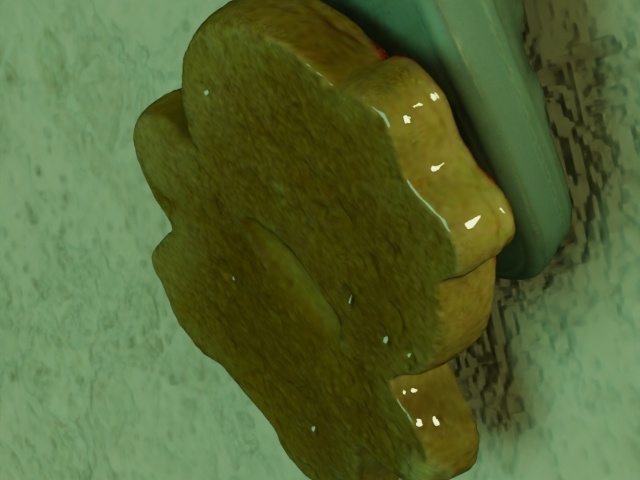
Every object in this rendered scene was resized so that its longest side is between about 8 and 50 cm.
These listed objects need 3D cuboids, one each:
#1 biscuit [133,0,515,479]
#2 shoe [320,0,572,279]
[{"bbox_3d":[0.000,0.000,0.624,0.166,0.036,0.225,49,155,20],"label":"biscuit"},{"bbox_3d":[0.039,-0.081,0.578,0.079,0.078,0.195,14,139,53],"label":"shoe"}]
